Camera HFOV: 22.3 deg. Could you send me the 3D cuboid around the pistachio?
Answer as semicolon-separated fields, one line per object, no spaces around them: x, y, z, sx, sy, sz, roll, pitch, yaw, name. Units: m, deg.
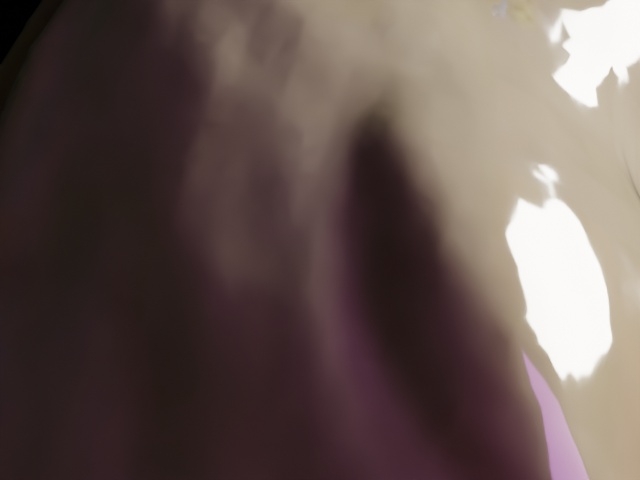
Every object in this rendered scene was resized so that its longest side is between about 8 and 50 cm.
0.028;0.032;0.667;0.365;0.281;0.445;25;61;-21;pistachio
